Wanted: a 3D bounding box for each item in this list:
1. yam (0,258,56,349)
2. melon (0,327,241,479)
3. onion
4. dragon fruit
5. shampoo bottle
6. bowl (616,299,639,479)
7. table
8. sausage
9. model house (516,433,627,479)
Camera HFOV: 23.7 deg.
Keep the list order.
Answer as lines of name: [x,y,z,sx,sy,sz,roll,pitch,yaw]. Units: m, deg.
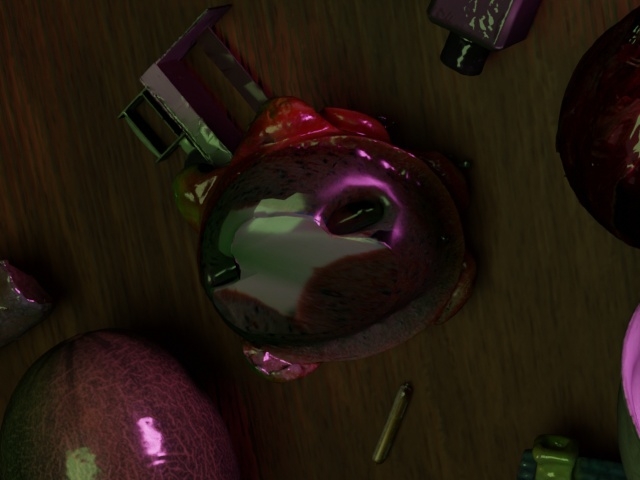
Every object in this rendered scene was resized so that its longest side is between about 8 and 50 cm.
yam: [-0.396,0.091,1.663,0.259,0.106,0.106,-33,90,26]
melon: [-0.203,0.237,1.542,0.237,0.237,0.301,-8,101,27]
onion: [0.326,-0.076,1.214,0.281,0.221,0.281,20,131,25]
dragon fruit: [0.000,0.000,1.407,0.295,0.130,0.268,10,122,4]
shampoo bottle: [0.164,-0.259,1.311,0.079,0.080,0.246,29,115,17]
bowl: [0.349,0.186,1.258,0.313,0.313,0.146,43,137,8]
table: [-0.108,-0.117,1.491,0.175,0.062,0.146,-43,85,26]
sausage: [0.071,0.184,1.522,0.015,0.015,0.100,26,115,16]
model house: [0.247,0.280,1.378,0.214,0.195,0.189,11,101,19]
